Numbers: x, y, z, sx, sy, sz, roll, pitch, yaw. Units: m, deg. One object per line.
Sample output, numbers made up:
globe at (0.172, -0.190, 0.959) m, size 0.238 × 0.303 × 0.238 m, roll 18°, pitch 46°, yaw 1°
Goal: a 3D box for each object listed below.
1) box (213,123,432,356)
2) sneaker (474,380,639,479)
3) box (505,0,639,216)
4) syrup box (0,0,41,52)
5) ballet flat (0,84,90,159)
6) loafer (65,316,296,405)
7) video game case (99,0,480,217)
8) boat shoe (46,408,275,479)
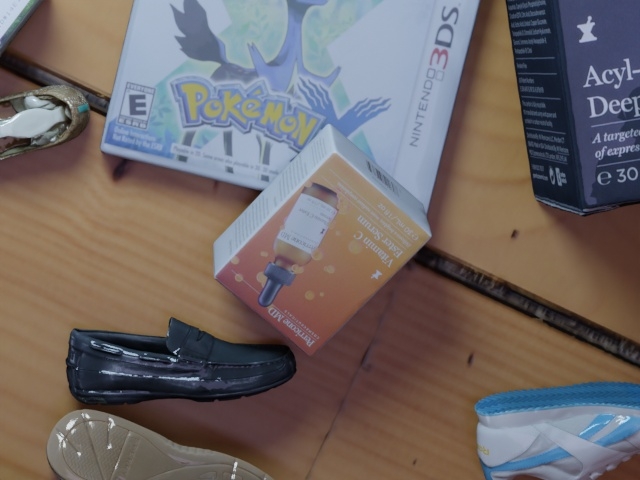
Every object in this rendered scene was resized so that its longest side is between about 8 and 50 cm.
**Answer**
box at (0.000, 0.000, 1.823) m, size 0.130 × 0.091 × 0.170 m, roll 40°, pitch 104°, yaw -16°
sneaker at (0.269, 0.197, 1.910) m, size 0.229 × 0.087 × 0.092 m, roll -3°, pitch 103°, yaw 0°
box at (0.336, -0.245, 1.810) m, size 0.294 × 0.212 × 0.395 m, roll -10°, pitch 95°, yaw -5°
syrup box at (-0.373, -0.272, 1.776) m, size 0.237 × 0.096 × 0.093 m, roll 37°, pitch 88°, yaw -8°
ballet flat at (-0.320, -0.103, 1.812) m, size 0.206 × 0.067 × 0.073 m, roll -20°, pitch 97°, yaw -5°
loafer at (-0.135, 0.114, 1.850) m, size 0.223 × 0.076 × 0.078 m, roll -2°, pitch 103°, yaw -3°
video game case at (-0.021, -0.193, 1.857) m, size 0.329 × 0.036 × 0.299 m, roll 13°, pitch 93°, yaw -8°
boat shoe at (-0.135, 0.251, 1.856) m, size 0.285 × 0.092 × 0.102 m, roll 24°, pitch 73°, yaw -6°
